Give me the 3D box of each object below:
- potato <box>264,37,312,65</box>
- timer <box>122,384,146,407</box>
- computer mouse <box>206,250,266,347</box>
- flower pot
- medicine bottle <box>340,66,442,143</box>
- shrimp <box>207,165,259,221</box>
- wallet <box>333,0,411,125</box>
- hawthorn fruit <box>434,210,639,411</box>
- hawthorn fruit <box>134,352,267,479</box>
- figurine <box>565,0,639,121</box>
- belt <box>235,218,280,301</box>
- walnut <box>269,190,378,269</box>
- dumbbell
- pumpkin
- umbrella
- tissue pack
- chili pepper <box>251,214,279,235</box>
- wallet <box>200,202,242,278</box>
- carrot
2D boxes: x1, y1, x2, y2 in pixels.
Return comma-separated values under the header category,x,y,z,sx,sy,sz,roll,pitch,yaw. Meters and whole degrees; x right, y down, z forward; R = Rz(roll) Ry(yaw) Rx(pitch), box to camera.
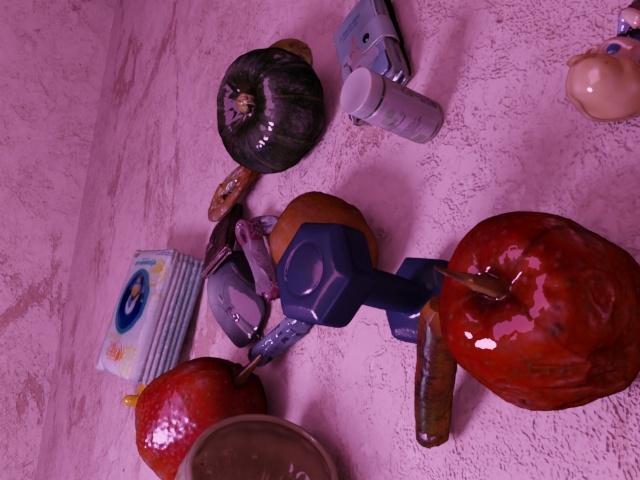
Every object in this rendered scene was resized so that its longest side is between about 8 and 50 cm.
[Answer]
category,x,y,z,sx,sy,sz,roll,pitch,yaw
potato,-0.146,-0.440,1.615,0.271,0.111,0.160,-36,53,42
timer,-0.525,0.477,1.808,0.107,0.109,0.107,-23,61,48
computer mouse,-0.213,0.158,1.518,0.167,0.090,0.379,-62,39,20
flower pot,-0.126,0.507,1.114,0.307,0.307,0.244,46,130,50
medicine bottle,0.132,-0.243,1.101,0.086,0.183,0.086,-25,59,48
shrimp,-0.220,-0.153,1.628,0.267,0.061,0.145,-44,23,12
wallet,0.103,-0.395,1.294,0.176,0.075,0.251,-44,45,45
hawthorn fruit,0.273,0.085,0.746,0.258,0.262,0.258,-4,75,14
hawthorn fruit,-0.245,0.373,1.345,0.369,0.284,0.285,-50,42,18
figurine,0.414,-0.249,0.801,0.196,0.114,0.108,-57,14,8
belt,-0.150,0.049,1.470,0.071,0.053,0.232,-49,54,41
walnut,0.000,0.000,1.191,0.203,0.203,0.298,-63,34,16
dumbbell,0.091,0.075,0.925,0.144,0.324,0.160,45,111,45
pumpkin,-0.129,-0.308,1.448,0.300,0.207,0.301,5,98,41
umbrella,-0.072,0.202,1.326,0.250,0.052,0.053,-40,64,28
tissue pack,-0.503,0.224,1.796,0.287,0.162,0.388,-3,67,52
chili pepper,-0.140,-0.038,1.525,0.153,0.041,0.050,-1,112,54
wallet,-0.259,-0.004,1.603,0.124,0.042,0.230,-47,24,25
carrot,0.176,0.202,0.906,0.070,0.070,0.260,38,136,52
